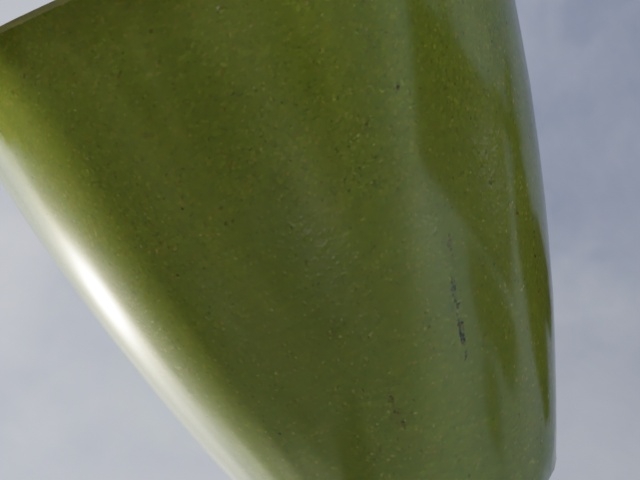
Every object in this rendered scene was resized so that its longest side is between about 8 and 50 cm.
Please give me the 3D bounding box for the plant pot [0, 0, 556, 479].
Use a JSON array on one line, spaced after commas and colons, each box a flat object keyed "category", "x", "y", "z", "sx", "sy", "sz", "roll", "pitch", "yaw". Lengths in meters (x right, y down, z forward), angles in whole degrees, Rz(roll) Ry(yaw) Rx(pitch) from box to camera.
[{"category": "plant pot", "x": 0.000, "y": 0.000, "z": 0.680, "sx": 0.275, "sy": 0.275, "sz": 0.293, "roll": -19, "pitch": -81, "yaw": 21}]
